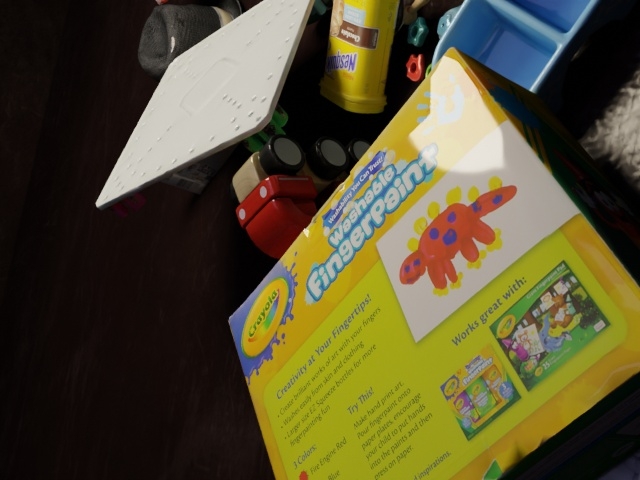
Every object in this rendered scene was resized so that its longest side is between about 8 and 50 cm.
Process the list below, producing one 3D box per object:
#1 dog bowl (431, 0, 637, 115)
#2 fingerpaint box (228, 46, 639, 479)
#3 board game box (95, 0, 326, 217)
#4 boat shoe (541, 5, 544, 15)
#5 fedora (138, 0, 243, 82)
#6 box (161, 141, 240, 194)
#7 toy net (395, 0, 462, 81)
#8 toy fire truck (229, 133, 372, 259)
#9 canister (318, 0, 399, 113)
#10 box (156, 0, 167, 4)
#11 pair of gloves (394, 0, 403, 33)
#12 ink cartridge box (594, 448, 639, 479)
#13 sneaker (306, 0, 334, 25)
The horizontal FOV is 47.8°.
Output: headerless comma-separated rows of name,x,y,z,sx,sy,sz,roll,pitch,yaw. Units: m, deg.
dog bowl,0.242,-0.254,0.840,0.166,0.074,0.297,41,112,24
fingerpaint box,0.121,0.099,0.750,0.445,0.163,0.371,-51,45,29
board game box,-0.167,-0.238,1.182,0.389,0.050,0.390,-19,41,36
boat shoe,0.249,-0.323,0.919,0.066,0.063,0.184,-32,52,41
fedora,-0.308,-0.434,1.614,0.334,0.152,0.334,-24,58,45
box,-0.258,-0.183,1.452,0.186,0.145,0.038,-45,45,32
toy net,0.147,-0.307,1.069,0.232,0.045,0.122,51,131,52
toy fire truck,0.000,0.000,1.007,0.158,0.217,0.246,-40,63,43
canister,0.058,-0.294,1.098,0.126,0.073,0.170,44,133,51
box,-0.298,-0.667,1.630,0.122,0.128,0.257,4,49,53
pair of gloves,0.103,-0.350,1.095,0.083,0.010,0.074,30,119,58
ink cartridge box,0.258,0.155,0.730,0.208,0.045,0.206,-8,70,52
sneaker,0.044,-0.463,1.206,0.302,0.108,0.121,-43,41,32
